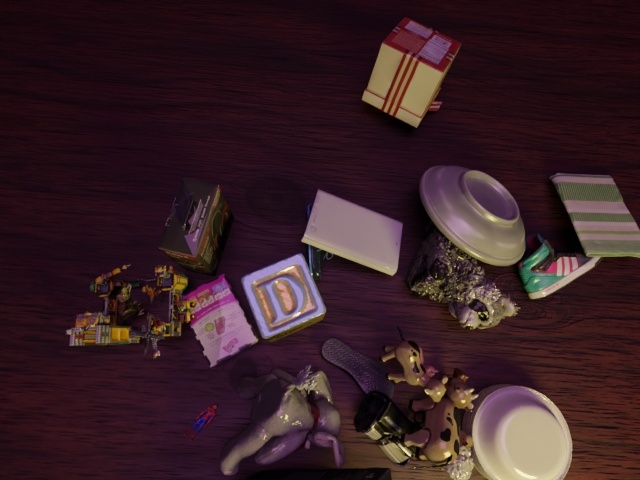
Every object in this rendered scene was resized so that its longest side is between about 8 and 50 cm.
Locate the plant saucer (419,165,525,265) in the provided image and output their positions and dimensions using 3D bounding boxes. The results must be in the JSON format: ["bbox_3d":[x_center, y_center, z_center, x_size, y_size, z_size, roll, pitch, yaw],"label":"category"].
[{"bbox_3d":[0.500,-0.111,1.281,0.400,0.100,0.401,16,48,-18],"label":"plant saucer"}]

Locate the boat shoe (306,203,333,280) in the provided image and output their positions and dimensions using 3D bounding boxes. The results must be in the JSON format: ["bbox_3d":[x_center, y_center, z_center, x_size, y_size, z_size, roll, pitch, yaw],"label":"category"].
[{"bbox_3d":[0.000,0.000,1.321,0.089,0.109,0.258,1,75,-6],"label":"boat shoe"}]

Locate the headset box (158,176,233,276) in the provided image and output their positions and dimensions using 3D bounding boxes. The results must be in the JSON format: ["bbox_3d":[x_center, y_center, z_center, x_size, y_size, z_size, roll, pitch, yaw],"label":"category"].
[{"bbox_3d":[-0.359,-0.034,1.216,0.110,0.293,0.218,13,72,2],"label":"headset box"}]

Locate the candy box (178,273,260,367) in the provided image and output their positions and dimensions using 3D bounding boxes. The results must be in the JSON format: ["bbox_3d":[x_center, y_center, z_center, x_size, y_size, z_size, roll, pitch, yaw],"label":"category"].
[{"bbox_3d":[-0.307,0.243,1.251,0.159,0.071,0.233,-28,75,-9],"label":"candy box"}]

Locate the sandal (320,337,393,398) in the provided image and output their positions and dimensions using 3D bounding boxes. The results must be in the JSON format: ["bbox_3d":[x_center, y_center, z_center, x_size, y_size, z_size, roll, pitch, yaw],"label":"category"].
[{"bbox_3d":[0.115,0.387,1.242,0.254,0.054,0.097,38,66,12],"label":"sandal"}]

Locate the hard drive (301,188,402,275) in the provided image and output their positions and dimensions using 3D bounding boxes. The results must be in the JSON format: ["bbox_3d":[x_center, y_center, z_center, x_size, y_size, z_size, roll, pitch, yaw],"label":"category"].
[{"bbox_3d":[0.108,-0.029,1.309,0.307,0.040,0.203,21,53,-8],"label":"hard drive"}]

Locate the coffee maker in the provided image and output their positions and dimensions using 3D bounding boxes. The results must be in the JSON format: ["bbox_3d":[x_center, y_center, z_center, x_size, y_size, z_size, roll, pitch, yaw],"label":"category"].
[{"bbox_3d":[0.198,0.504,1.150,0.178,0.120,0.171,50,47,-19],"label":"coffee maker"}]

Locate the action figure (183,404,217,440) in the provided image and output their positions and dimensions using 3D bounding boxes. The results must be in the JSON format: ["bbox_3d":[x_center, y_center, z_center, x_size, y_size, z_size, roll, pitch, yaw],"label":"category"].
[{"bbox_3d":[-0.342,0.523,1.190,0.038,0.030,0.115,39,74,14],"label":"action figure"}]

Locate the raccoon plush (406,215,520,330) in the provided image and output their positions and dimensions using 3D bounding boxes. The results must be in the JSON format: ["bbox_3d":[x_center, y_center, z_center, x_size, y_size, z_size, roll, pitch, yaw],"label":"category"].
[{"bbox_3d":[0.474,0.060,1.283,0.299,0.216,0.447,24,73,-3],"label":"raccoon plush"}]

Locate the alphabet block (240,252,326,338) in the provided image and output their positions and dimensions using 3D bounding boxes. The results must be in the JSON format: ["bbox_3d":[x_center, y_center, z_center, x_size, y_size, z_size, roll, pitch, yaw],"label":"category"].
[{"bbox_3d":[-0.106,0.176,1.215,0.193,0.197,0.192,-20,76,-8],"label":"alphabet block"}]

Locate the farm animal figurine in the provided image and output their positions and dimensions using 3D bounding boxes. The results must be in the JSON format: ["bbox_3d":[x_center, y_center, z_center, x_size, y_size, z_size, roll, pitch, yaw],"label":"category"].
[{"bbox_3d":[0.311,0.428,1.080,0.330,0.172,0.327,34,49,-30],"label":"farm animal figurine"}]

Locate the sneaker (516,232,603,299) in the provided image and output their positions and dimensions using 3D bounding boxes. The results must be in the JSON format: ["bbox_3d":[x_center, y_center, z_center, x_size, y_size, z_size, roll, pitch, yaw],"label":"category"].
[{"bbox_3d":[0.761,0.044,1.338,0.295,0.124,0.178,-30,86,-9],"label":"sneaker"}]

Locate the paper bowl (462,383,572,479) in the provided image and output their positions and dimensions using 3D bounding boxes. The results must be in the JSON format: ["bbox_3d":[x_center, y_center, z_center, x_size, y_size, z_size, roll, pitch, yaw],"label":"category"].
[{"bbox_3d":[0.562,0.558,1.159,0.284,0.148,0.284,0,75,-2],"label":"paper bowl"}]

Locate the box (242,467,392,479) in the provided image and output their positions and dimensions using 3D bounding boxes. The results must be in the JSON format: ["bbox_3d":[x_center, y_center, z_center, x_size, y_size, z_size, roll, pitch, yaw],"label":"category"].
[{"bbox_3d":[-0.023,0.728,0.969,0.395,0.212,0.294,-14,73,22],"label":"box"}]

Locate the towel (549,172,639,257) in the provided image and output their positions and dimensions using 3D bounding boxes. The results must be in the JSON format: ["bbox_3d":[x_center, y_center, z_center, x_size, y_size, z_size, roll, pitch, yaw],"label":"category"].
[{"bbox_3d":[0.929,-0.090,1.375,0.247,0.038,0.325,1,60,-11],"label":"towel"}]

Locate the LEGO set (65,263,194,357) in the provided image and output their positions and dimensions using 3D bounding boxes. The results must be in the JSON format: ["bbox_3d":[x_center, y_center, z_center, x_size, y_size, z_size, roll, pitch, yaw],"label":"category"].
[{"bbox_3d":[-0.550,0.188,1.158,0.331,0.192,0.255,1,77,15],"label":"LEGO set"}]

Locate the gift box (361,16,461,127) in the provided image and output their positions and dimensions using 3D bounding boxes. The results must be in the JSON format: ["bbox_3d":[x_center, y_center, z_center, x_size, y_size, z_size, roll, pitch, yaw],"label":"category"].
[{"bbox_3d":[0.325,-0.576,1.435,0.255,0.258,0.276,34,55,9],"label":"gift box"}]

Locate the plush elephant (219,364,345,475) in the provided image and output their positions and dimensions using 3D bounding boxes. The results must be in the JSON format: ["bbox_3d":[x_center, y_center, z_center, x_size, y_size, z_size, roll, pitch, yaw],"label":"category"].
[{"bbox_3d":[-0.063,0.488,1.118,0.330,0.272,0.255,-35,117,20],"label":"plush elephant"}]
